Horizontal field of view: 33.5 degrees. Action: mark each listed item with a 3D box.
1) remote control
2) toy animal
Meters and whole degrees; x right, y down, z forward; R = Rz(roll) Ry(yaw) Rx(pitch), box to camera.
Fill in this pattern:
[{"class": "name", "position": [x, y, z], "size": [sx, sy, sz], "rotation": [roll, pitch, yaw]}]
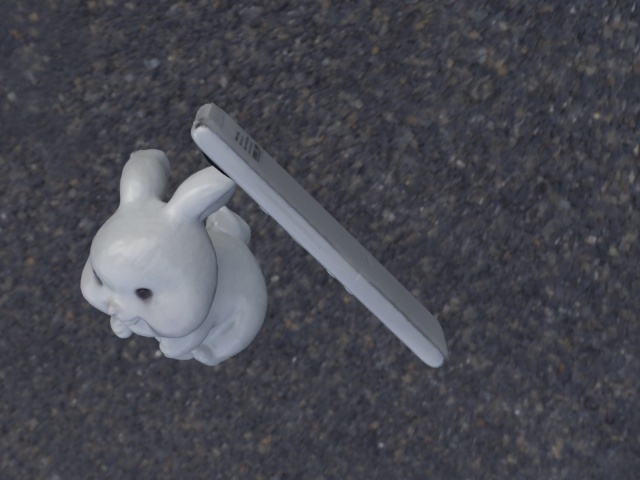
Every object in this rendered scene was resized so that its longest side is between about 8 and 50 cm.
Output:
[{"class": "remote control", "position": [0.000, 0.000, 0.792], "size": [0.029, 0.067, 0.261], "rotation": [-42, 106, 14]}, {"class": "toy animal", "position": [-0.125, 0.019, 0.985], "size": [0.127, 0.179, 0.193], "rotation": [14, 153, 30]}]
